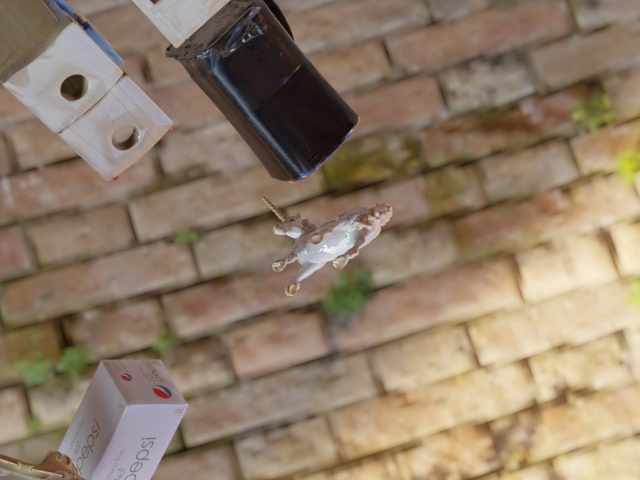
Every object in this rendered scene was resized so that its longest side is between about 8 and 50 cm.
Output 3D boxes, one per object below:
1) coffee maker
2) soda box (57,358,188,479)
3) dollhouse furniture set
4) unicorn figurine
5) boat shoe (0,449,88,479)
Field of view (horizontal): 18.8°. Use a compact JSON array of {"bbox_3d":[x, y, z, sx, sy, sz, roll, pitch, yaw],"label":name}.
[{"bbox_3d":[-0.056,-0.148,1.959,0.120,0.171,0.178,-37,112,10],"label":"coffee maker"},{"bbox_3d":[-0.213,0.219,1.922,0.074,0.069,0.216,3,127,-38],"label":"soda box"},{"bbox_3d":[-0.139,-0.165,1.373,0.184,0.129,0.129,-41,135,2],"label":"dollhouse furniture set"},{"bbox_3d":[0.000,0.000,1.741,0.162,0.060,0.111,-8,-158,31],"label":"unicorn figurine"},{"bbox_3d":[-0.225,0.195,1.601,0.135,0.045,0.050,8,170,-9],"label":"boat shoe"}]
